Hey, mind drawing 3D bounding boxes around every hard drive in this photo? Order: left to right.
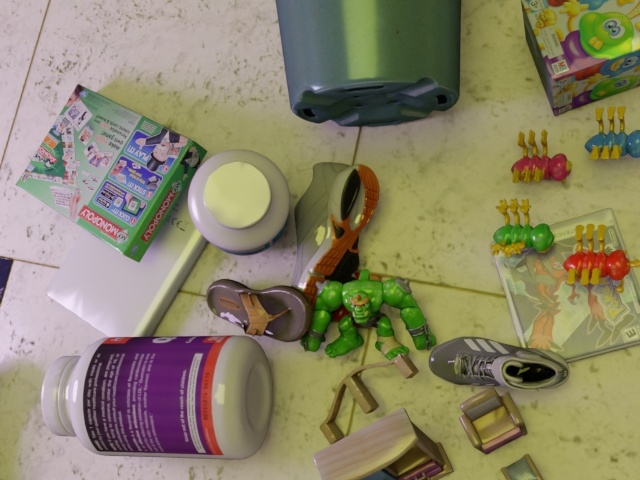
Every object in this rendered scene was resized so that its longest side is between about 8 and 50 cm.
[{"bbox_3d":[-0.303,0.006,1.465,0.203,0.040,0.307,29,86,21],"label":"hard drive"}]

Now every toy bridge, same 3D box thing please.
[{"bbox_3d":[0.059,0.224,1.281,0.188,0.026,0.063,-46,67,25],"label":"toy bridge"}]

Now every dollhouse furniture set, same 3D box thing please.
[{"bbox_3d":[0.176,0.379,1.118,0.286,0.198,0.303,-29,58,7],"label":"dollhouse furniture set"}]

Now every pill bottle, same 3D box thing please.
[{"bbox_3d":[-0.246,0.234,1.317,0.323,0.181,0.181,-2,76,15],"label":"pill bottle"},{"bbox_3d":[-0.117,-0.054,1.294,0.146,0.264,0.146,0,86,-3],"label":"pill bottle"}]

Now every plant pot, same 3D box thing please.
[{"bbox_3d":[0.073,-0.361,1.312,0.341,0.341,0.334,-5,83,15],"label":"plant pot"}]

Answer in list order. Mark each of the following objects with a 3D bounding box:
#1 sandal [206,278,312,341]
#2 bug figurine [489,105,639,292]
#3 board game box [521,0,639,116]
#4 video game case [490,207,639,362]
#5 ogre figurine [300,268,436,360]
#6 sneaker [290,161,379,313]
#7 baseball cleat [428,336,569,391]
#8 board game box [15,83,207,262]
[{"bbox_3d":[-0.104,0.106,1.333,0.219,0.060,0.090,13,111,36],"label":"sandal"},{"bbox_3d":[0.362,-0.056,1.253,0.216,0.072,0.279,5,68,31],"label":"bug figurine"},{"bbox_3d":[0.451,-0.313,1.272,0.275,0.142,0.144,-19,72,11],"label":"board game box"},{"bbox_3d":[0.362,0.071,1.266,0.183,0.023,0.201,-17,73,12],"label":"video game case"},{"bbox_3d":[0.064,0.112,1.298,0.197,0.097,0.118,5,113,30],"label":"ogre figurine"},{"bbox_3d":[0.000,0.000,1.365,0.121,0.099,0.262,22,92,47],"label":"sneaker"},{"bbox_3d":[0.237,0.171,1.216,0.206,0.109,0.072,-3,84,27],"label":"baseball cleat"},{"bbox_3d":[-0.360,-0.122,1.473,0.317,0.046,0.213,28,86,34],"label":"board game box"}]
